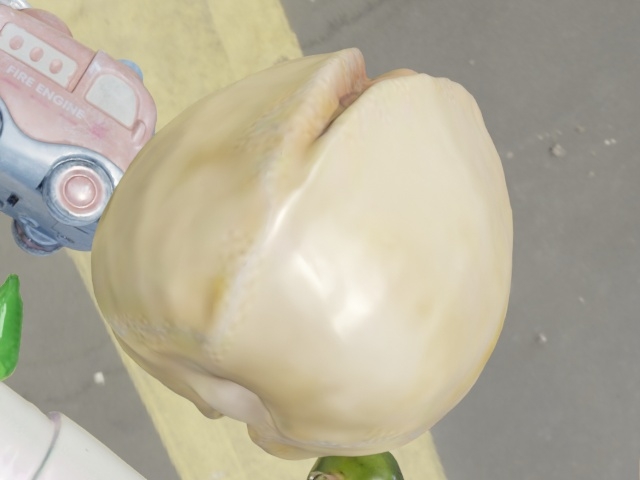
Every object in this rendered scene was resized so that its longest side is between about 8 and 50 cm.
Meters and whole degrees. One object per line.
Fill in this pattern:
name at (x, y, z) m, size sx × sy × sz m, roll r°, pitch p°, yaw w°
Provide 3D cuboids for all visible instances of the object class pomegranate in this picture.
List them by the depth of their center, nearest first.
pomegranate at (0.024, 0.177, 0.873) m, size 0.073 × 0.084 × 0.073 m, roll 1°, pitch 98°, yaw 9°

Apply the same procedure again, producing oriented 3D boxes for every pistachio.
pistachio at (0.000, 0.000, 0.683) m, size 0.229 × 0.309 × 0.230 m, roll 8°, pitch 114°, yaw 19°

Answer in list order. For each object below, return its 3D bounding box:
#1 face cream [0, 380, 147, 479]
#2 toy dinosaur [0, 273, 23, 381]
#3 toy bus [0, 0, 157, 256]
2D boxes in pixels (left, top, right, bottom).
face cream at (-0.093, 0.174, 0.603) m, size 0.345 × 0.102 × 0.102 m, roll 42°, pitch 98°, yaw -19°
toy dinosaur at (-0.299, 0.112, 0.551) m, size 0.374 × 0.500 × 0.144 m, roll 20°, pitch 123°, yaw -33°
toy bus at (-0.309, -0.133, 1.380) m, size 0.294 × 0.197 × 0.232 m, roll 31°, pitch 67°, yaw -14°
